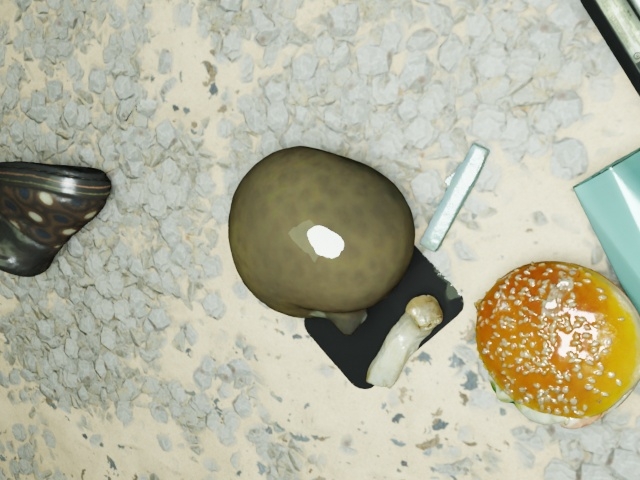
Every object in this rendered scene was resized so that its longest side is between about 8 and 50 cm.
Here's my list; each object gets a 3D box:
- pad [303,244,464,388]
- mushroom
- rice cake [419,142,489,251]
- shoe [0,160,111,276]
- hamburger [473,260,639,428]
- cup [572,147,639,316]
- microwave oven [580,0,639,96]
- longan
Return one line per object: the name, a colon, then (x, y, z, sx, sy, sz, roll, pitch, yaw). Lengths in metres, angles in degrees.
pad: (0.100, 0.128, 0.915, 0.181, 0.004, 0.267, 48, 113, 9)
mushroom: (0.134, 0.178, 0.881, 0.059, 0.054, 0.202, 35, 116, 13)
rice cake: (0.205, -0.066, 0.819, 0.042, 0.030, 0.180, 30, 109, 18)
shoe: (-0.605, -0.041, 1.100, 0.384, 0.171, 0.237, 2, 94, 25)
hamburger: (0.327, 0.138, 0.726, 0.237, 0.147, 0.237, 13, 110, 38)
cup: (0.431, 0.004, 0.679, 0.236, 0.148, 0.134, 57, 142, 6)
microwave oven: (0.443, -0.320, 0.566, 0.286, 0.218, 0.355, -33, 86, 26)
longan: (0.000, 0.000, 0.807, 0.300, 0.243, 0.300, 19, 122, 33)
